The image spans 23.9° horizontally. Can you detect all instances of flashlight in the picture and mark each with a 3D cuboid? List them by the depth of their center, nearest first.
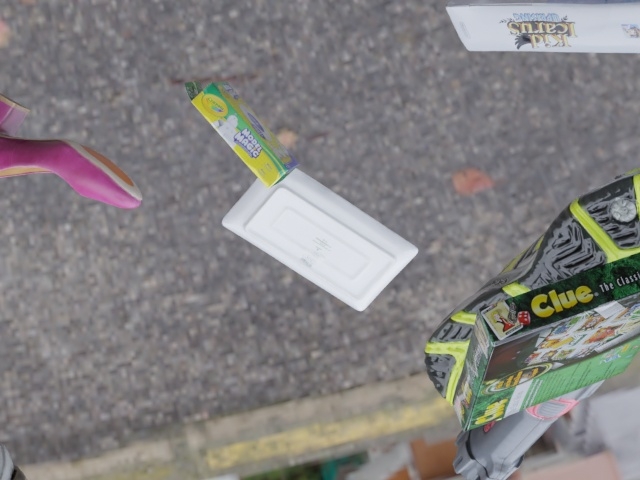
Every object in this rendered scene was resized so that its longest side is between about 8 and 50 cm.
[{"bbox_3d":[0.243,0.193,1.805,0.103,0.103,0.304,-29,162,-30],"label":"flashlight"}]

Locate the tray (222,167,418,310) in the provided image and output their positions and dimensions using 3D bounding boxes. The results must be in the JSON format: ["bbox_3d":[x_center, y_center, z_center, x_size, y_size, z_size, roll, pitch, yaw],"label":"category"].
[{"bbox_3d":[0.000,0.000,2.254,0.270,0.030,0.145,33,117,-19],"label":"tray"}]

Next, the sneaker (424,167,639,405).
[{"bbox_3d":[0.255,0.020,1.385,0.385,0.145,0.147,-34,-174,36],"label":"sneaker"}]

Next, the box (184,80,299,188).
[{"bbox_3d":[-0.107,-0.153,2.028,0.043,0.179,0.105,-43,-179,11],"label":"box"}]

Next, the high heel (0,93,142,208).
[{"bbox_3d":[-0.308,-0.066,1.650,0.117,0.244,0.082,-60,162,2],"label":"high heel"}]

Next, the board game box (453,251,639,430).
[{"bbox_3d":[0.164,0.072,1.035,0.136,0.030,0.259,-21,162,-6],"label":"board game box"}]

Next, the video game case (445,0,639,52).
[{"bbox_3d":[0.271,-0.266,1.270,0.244,0.269,0.061,6,142,41],"label":"video game case"}]

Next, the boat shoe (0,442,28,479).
[{"bbox_3d":[-0.330,0.238,1.307,0.113,0.302,0.103,-32,101,0],"label":"boat shoe"}]
